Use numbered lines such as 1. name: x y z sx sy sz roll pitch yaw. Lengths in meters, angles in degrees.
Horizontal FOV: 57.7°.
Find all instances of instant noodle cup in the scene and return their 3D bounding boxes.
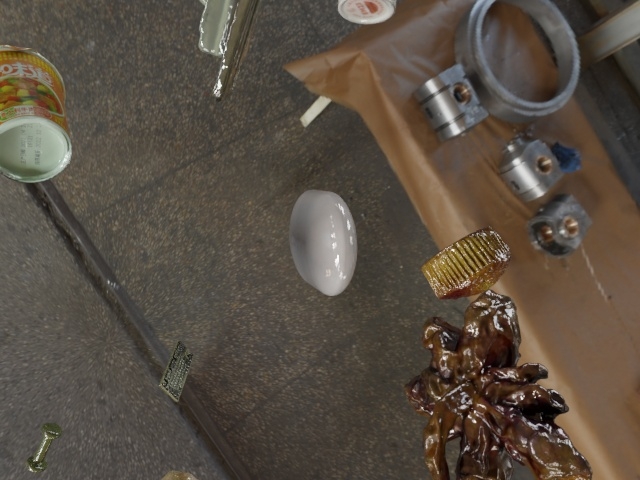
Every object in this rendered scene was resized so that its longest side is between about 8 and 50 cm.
1. instant noodle cup: -0.472 -0.191 0.920 0.168 0.168 0.185 -18 49 -22

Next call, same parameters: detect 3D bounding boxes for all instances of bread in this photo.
1. bread: 0.143 0.027 0.558 0.085 0.085 0.053 -27 78 -22

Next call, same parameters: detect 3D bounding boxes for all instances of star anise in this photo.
1. star anise: 0.091 0.114 0.317 0.070 0.097 0.191 30 32 -36

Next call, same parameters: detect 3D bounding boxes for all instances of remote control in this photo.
1. remote control: 0.000 0.000 1.283 0.103 0.332 0.221 -2 98 -19

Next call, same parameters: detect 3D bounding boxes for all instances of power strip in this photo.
1. power strip: -0.115 -0.341 0.801 0.092 0.257 0.251 23 111 -11

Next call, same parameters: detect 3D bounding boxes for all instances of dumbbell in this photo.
1. dumbbell: -0.673 0.504 1.413 0.046 0.052 0.118 19 98 -52

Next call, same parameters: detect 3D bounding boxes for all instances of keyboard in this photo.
1. keyboard: -0.270 0.244 1.098 0.015 0.129 0.049 -35 111 18

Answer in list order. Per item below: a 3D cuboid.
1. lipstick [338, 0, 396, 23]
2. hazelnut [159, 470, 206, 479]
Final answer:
1. lipstick: 0.033 -0.212 0.382 0.038 0.038 0.131 5 83 -19
2. hazelnut: -0.237 0.520 0.986 0.261 0.261 0.241 -9 87 -21
